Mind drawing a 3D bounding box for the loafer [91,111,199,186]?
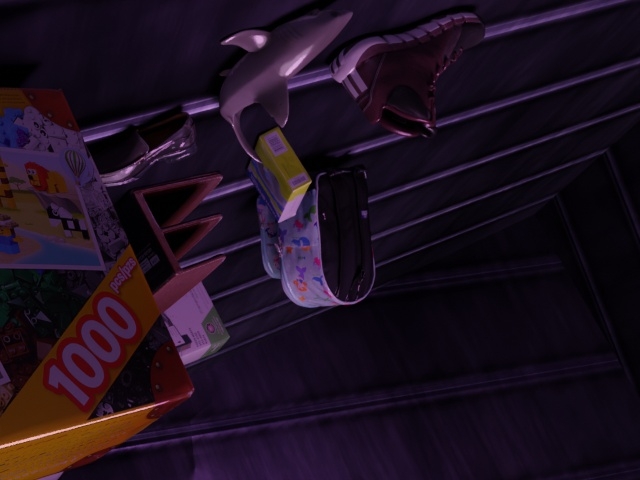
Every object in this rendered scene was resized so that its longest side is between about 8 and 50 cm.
[{"bbox_3d":[-0.244,-0.125,1.570,0.170,0.062,0.061,-27,147,-21],"label":"loafer"}]

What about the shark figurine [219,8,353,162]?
[{"bbox_3d":[-0.075,-0.186,1.536,0.166,0.116,0.278,-17,162,-40],"label":"shark figurine"}]

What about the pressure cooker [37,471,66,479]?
[{"bbox_3d":[-0.556,0.213,1.550,0.370,0.375,0.420,-48,163,17],"label":"pressure cooker"}]

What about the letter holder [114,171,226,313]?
[{"bbox_3d":[-0.273,0.034,1.953,0.214,0.152,0.302,-19,166,-47],"label":"letter holder"}]

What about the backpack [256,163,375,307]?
[{"bbox_3d":[0.000,0.000,2.199,0.191,0.253,0.225,-11,180,30],"label":"backpack"}]

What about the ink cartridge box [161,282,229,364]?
[{"bbox_3d":[-0.329,0.189,2.486,0.219,0.160,0.092,-21,166,-36],"label":"ink cartridge box"}]

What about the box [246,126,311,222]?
[{"bbox_3d":[-0.071,-0.102,1.926,0.042,0.109,0.178,-29,170,-18],"label":"box"}]

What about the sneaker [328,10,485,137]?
[{"bbox_3d":[0.156,-0.232,1.743,0.281,0.162,0.106,-21,167,-29],"label":"sneaker"}]

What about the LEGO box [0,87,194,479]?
[{"bbox_3d":[-0.411,0.058,1.080,0.193,0.372,0.500,-35,164,34],"label":"LEGO box"}]
